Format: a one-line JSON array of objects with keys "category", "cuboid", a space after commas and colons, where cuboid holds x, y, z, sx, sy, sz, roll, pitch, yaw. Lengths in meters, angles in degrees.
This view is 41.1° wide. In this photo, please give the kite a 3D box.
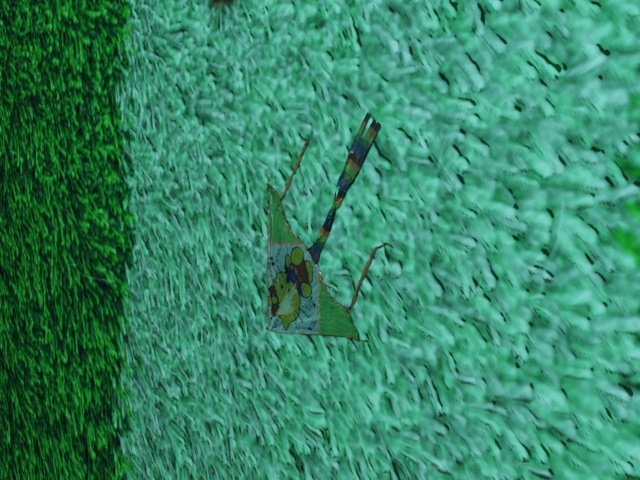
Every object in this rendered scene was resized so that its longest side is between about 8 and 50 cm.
[{"category": "kite", "cuboid": [0.000, 0.000, 0.744, 0.198, 0.006, 0.244, 55, 132, 35]}]
